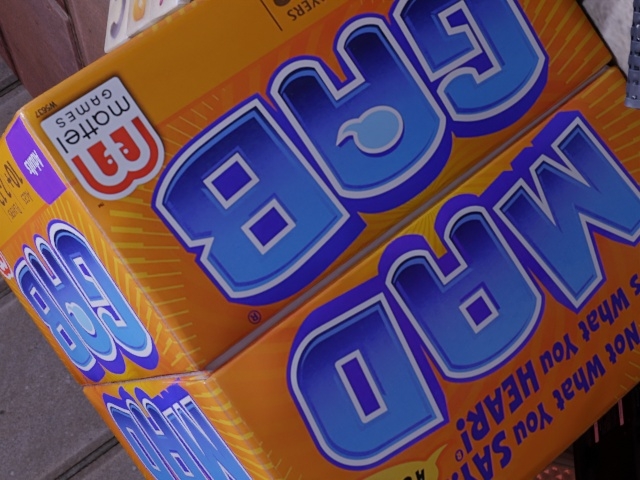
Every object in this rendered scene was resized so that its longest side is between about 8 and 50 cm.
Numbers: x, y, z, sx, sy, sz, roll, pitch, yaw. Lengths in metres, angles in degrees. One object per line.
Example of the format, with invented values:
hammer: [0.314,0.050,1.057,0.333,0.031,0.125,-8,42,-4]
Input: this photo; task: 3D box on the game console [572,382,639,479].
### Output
game console: [0.236,0.207,0.941,0.213,0.044,0.361,133,144,-55]

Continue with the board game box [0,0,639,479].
board game box: [0.000,0.000,0.916,0.356,0.356,0.356,56,158,-6]

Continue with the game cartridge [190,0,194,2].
game cartridge: [-0.076,-0.248,0.989,0.060,0.196,0.294,55,165,-22]

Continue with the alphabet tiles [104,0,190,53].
alphabet tiles: [-0.103,-0.308,0.840,0.285,0.011,0.343,177,100,-65]

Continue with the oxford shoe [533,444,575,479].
oxford shoe: [0.286,0.294,1.236,0.130,0.169,0.449,10,-173,-39]

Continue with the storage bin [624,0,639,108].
storage bin: [0.225,-0.087,0.513,0.180,0.122,0.084,-157,66,-62]
